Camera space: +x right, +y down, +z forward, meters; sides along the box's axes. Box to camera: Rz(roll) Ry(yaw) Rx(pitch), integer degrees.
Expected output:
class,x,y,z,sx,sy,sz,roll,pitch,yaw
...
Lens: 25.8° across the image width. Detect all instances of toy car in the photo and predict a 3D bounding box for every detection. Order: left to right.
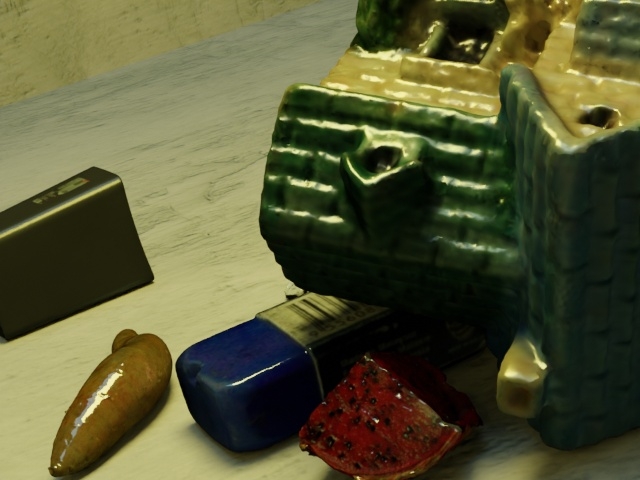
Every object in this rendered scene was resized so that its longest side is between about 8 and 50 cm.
class,x,y,z,sx,sy,sz,roll,pitch,yaw
toy car,-0.008,0.051,1.807,0.093,0.025,0.041,-27,23,-33

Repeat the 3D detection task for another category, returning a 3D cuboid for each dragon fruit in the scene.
class,x,y,z,sx,sy,sz,roll,pitch,yaw
dragon fruit,0.075,0.180,1.352,0.127,0.120,0.161,-50,-18,15

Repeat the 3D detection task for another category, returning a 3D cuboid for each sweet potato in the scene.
class,x,y,z,sx,sy,sz,roll,pitch,yaw
sweet potato,-0.225,0.157,1.592,0.108,0.079,0.346,-22,15,13

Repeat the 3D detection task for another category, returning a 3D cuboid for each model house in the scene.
class,x,y,z,sx,sy,sz,roll,pitch,yaw
model house,0.187,-0.062,1.327,0.445,0.395,0.400,14,41,22

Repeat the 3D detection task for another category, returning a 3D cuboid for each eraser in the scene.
class,x,y,z,sx,sy,sz,roll,pitch,yaw
eraser,0.021,0.116,1.509,0.332,0.101,0.155,-23,24,-21

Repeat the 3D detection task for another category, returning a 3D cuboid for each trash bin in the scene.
class,x,y,z,sx,sy,sz,roll,pitch,yaw
trash bin,-0.371,0.020,1.935,0.225,0.165,0.115,-26,24,-24
